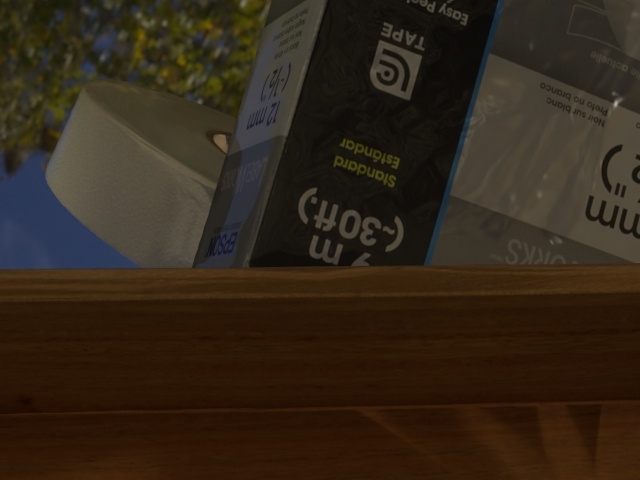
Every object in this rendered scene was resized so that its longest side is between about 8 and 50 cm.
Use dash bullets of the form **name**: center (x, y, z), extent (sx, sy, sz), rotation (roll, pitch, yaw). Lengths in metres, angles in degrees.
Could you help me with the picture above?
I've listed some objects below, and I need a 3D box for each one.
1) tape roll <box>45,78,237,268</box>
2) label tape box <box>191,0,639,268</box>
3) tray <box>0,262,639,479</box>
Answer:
- **tape roll**: center (0.000, 0.000, 1.002), extent (0.392, 0.072, 0.392), rotation (25, -171, -4)
- **label tape box**: center (0.074, -0.002, 0.746), extent (0.249, 0.115, 0.347), rotation (19, -101, -18)
- **tray**: center (-0.012, 0.104, 0.405), extent (0.411, 0.076, 0.203), rotation (0, -135, -6)
